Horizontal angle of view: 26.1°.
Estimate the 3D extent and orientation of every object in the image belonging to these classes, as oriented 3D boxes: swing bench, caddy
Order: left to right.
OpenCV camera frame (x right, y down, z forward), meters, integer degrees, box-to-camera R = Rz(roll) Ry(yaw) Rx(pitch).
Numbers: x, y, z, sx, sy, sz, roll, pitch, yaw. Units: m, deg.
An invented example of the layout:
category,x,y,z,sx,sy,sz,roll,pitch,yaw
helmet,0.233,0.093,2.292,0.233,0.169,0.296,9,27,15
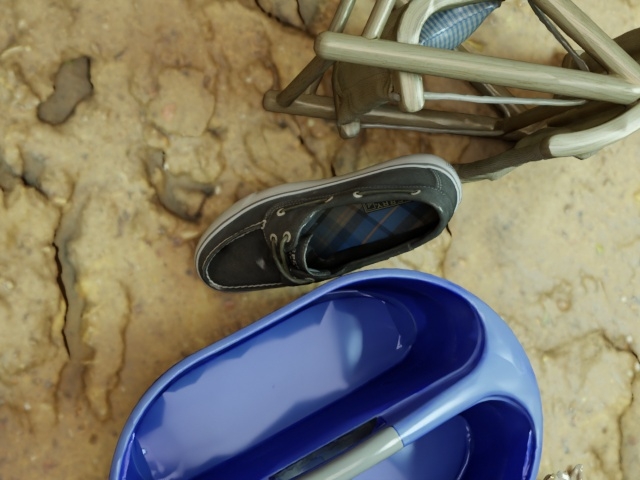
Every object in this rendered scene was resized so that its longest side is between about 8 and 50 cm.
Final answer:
category,x,y,z,sx,sy,sz,roll,pitch,yaw
caddy,0.002,0.166,1.054,0.341,0.179,0.241,-28,92,-11
swing bench,0.116,-0.139,1.053,0.255,0.253,0.165,24,83,-8

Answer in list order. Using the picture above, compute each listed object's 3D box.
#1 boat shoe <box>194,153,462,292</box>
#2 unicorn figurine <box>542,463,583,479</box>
category,x,y,z,sx,sy,sz,roll,pitch,yaw
boat shoe,0.000,0.000,1.066,0.228,0.076,0.080,-15,114,17
unicorn figurine,0.185,0.268,1.144,0.162,0.060,0.111,-36,94,-10
